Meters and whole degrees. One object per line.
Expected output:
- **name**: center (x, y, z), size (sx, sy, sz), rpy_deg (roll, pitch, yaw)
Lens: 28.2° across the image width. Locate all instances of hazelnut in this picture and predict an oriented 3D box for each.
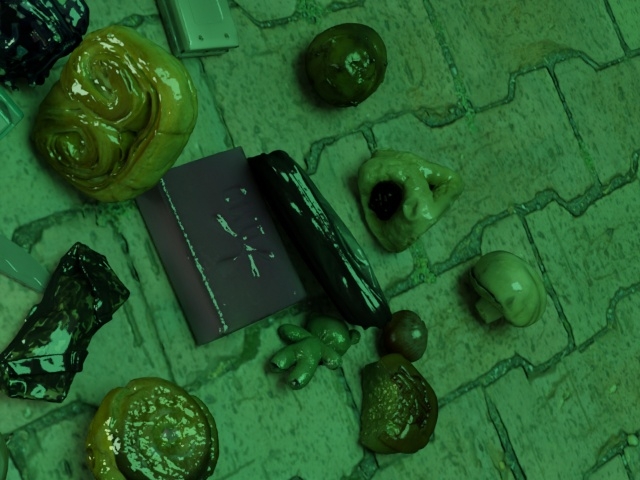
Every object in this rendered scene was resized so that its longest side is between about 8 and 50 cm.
- **hazelnut**: center (0.136, 0.156, 2.066), size (0.086, 0.086, 0.086), rpy_deg (16, 64, -36)

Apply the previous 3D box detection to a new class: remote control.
- **remote control**: center (-0.217, -0.423, 1.993), size (0.103, 0.055, 0.277), rpy_deg (-13, 84, -43)

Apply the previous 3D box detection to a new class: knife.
- **knife**: center (-0.433, 0.012, 1.666), size (0.244, 0.032, 0.058), rpy_deg (29, 49, -35)

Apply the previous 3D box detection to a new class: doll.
- **doll**: center (-0.016, 0.170, 1.941), size (0.115, 0.077, 0.150), rpy_deg (32, 45, 25)

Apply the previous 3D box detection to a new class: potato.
- **potato**: center (0.043, -0.293, 2.126), size (0.137, 0.137, 0.176), rpy_deg (62, 26, -4)

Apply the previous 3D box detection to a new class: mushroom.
- **mushroom**: center (0.324, 0.092, 2.232), size (0.154, 0.122, 0.154), rpy_deg (41, 14, -12)

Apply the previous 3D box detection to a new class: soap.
- **soap**: center (-0.146, 0.002, 1.876), size (0.181, 0.081, 0.259), rpy_deg (-21, 88, -43)

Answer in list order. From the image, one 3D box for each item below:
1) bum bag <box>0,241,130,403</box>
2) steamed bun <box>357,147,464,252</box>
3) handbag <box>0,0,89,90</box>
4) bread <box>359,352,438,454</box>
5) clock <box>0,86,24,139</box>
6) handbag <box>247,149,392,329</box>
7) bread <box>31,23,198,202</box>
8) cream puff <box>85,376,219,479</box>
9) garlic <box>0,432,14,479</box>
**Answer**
- **bum bag**: center (-0.337, 0.113, 1.679), size (0.102, 0.069, 0.248), rpy_deg (47, 54, -25)
- **steamed bun**: center (0.134, -0.083, 2.127), size (0.155, 0.141, 0.172), rpy_deg (45, 46, -1)
- **handbag**: center (-0.440, -0.322, 1.698), size (0.260, 0.162, 0.113), rpy_deg (46, 37, -19)
- **bread**: center (0.125, 0.262, 2.010), size (0.125, 0.086, 0.156), rpy_deg (15, 65, -38)
- **clock**: center (-0.527, -0.182, 1.561), size (0.262, 0.116, 0.231), rpy_deg (50, 34, -14)
- **handbag**: center (0.002, 0.002, 1.940), size (0.075, 0.191, 0.332), rpy_deg (-36, 99, -11)
- **bread**: center (-0.273, -0.170, 1.735), size (0.198, 0.236, 0.120), rpy_deg (39, 25, 2)
- **cream puff**: center (-0.222, 0.276, 1.677), size (0.189, 0.129, 0.189), rpy_deg (12, 62, -24)
- **garlic**: center (-0.409, 0.309, 1.482), size (0.257, 0.207, 0.207), rpy_deg (2, 71, -65)
